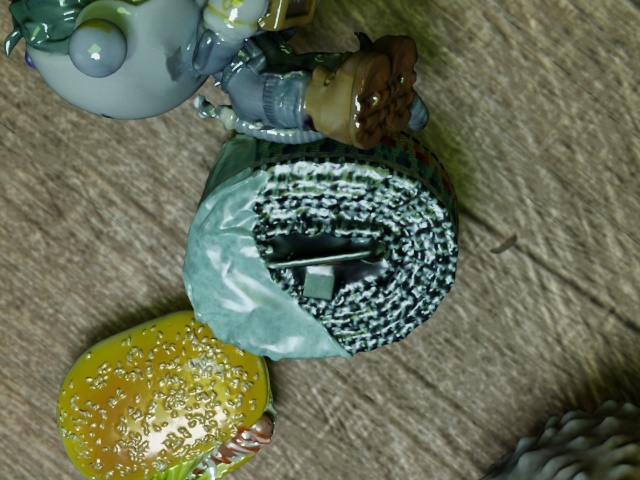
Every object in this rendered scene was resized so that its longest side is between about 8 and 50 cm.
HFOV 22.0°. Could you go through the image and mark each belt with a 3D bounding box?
[{"bbox_3d":[0.000,0.000,1.525,0.258,0.150,0.207,-7,110,7],"label":"belt"}]

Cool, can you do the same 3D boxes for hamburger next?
[{"bbox_3d":[-0.145,0.161,1.581,0.210,0.116,0.173,-22,95,8],"label":"hamburger"}]

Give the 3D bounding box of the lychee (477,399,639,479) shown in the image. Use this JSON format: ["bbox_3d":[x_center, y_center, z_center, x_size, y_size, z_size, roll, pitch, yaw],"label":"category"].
[{"bbox_3d":[0.301,0.324,1.455,0.432,0.380,0.380,-32,97,-6],"label":"lychee"}]

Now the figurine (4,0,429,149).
[{"bbox_3d":[-0.108,-0.183,1.438,0.382,0.261,0.186,15,104,25],"label":"figurine"}]
